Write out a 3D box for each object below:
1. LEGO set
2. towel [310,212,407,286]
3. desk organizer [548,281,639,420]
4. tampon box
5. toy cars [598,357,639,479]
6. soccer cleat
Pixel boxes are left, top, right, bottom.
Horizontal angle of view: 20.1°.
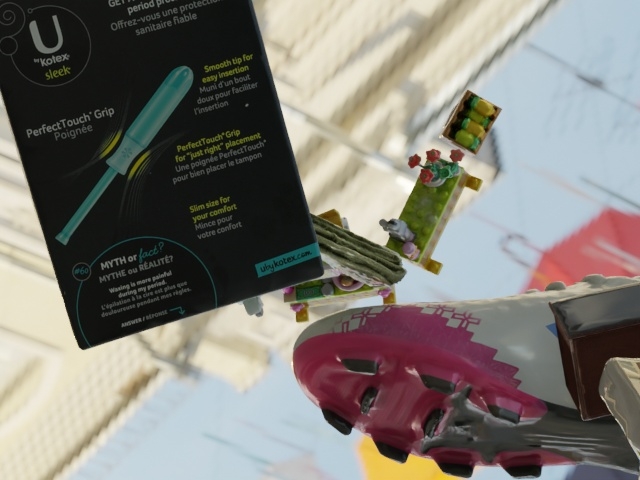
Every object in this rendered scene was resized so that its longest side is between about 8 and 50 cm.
[{"bbox_3d":[0.039,-0.021,1.535,0.287,0.107,0.132,-32,-113,9],"label":"LEGO set"},{"bbox_3d":[0.000,0.000,1.146,0.148,0.110,0.027,-153,-91,-88],"label":"towel"},{"bbox_3d":[0.188,0.048,0.926,0.047,0.130,0.050,-104,-178,-69],"label":"desk organizer"},{"bbox_3d":[-0.081,-0.049,0.841,0.101,0.120,0.161,-143,-142,-77],"label":"tampon box"},{"bbox_3d":[0.206,0.040,0.735,0.393,0.087,0.176,127,-33,-61],"label":"toy cars"},{"bbox_3d":[0.149,0.079,1.168,0.116,0.331,0.143,102,-1,-50],"label":"soccer cleat"}]
